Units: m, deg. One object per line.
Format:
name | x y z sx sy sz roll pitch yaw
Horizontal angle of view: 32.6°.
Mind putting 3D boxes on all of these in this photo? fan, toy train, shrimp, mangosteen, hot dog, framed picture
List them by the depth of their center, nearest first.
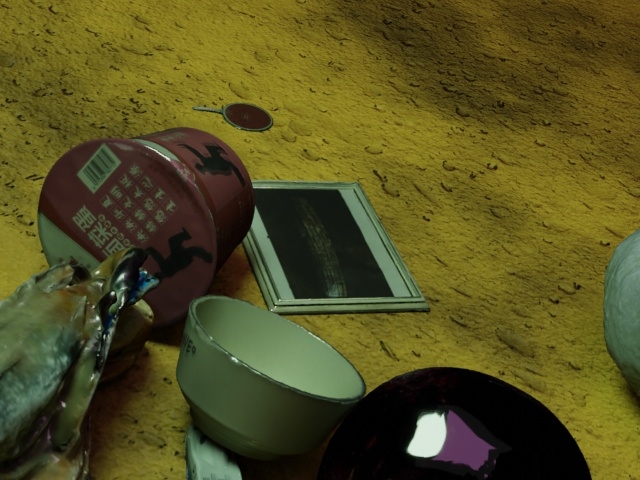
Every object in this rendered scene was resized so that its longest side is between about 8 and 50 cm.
shrimp | -0.266 0.162 1.018 0.110 0.221 0.445 -13 33 34
mangosteen | 0.123 0.248 1.042 0.275 0.275 0.302 13 4 -5
toy train | -0.106 0.251 1.098 0.052 0.051 0.234 10 35 -16
hot dog | -0.285 0.124 1.175 0.242 0.084 0.073 -12 45 -36
framed picture | 0.000 0.000 1.521 0.231 0.018 0.293 0 38 -22
fan | -0.141 -0.203 1.758 0.133 0.005 0.085 9 36 -11

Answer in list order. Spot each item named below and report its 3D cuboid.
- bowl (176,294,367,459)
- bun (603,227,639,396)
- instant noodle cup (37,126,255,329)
bowl | -0.065 0.157 1.163 0.211 0.112 0.211 24 13 -6
bun | 0.526 0.119 1.398 0.362 0.211 0.362 9 33 -6
instant noodle cup | -0.194 -0.029 1.319 0.235 0.235 0.178 25 26 12
